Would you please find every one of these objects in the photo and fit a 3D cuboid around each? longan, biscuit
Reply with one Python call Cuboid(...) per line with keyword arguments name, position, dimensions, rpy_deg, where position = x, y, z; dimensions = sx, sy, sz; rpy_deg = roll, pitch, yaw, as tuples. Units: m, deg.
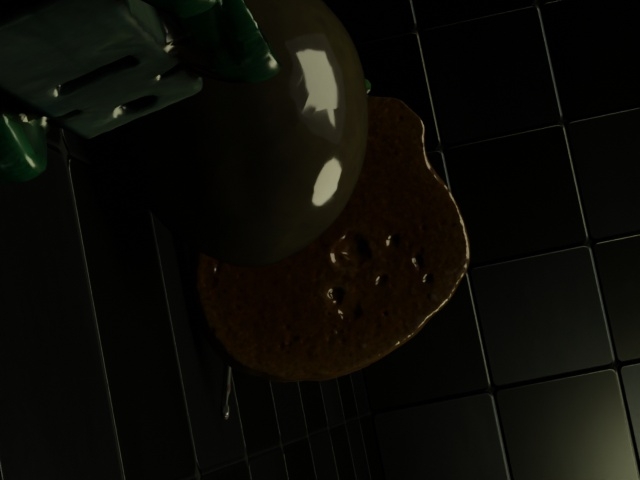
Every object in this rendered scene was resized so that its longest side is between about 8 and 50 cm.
Cuboid(name="longan", position=(-0.064, -0.100, 1.212), dimensions=(0.248, 0.248, 0.248), rpy_deg=(-12, 90, -84))
Cuboid(name="biscuit", position=(0.000, 0.000, 1.421), dimensions=(0.049, 0.273, 0.257), rpy_deg=(162, -94, -77))

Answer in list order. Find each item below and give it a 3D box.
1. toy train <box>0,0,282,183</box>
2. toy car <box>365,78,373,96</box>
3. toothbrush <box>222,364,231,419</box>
Cuboid(name="toy train", position=(-0.158, -0.177, 0.733), dimensions=(0.429, 0.178, 0.249), rpy_deg=(38, 30, -81))
Cuboid(name="toy car", position=(-0.030, -0.041, 1.617), dimensions=(0.213, 0.176, 0.358), rpy_deg=(116, -9, -47))
Cuboid(name="toothbrush", position=(-0.092, 0.146, 1.478), dimensions=(0.097, 0.006, 0.008), rpy_deg=(-91, 180, -61))
